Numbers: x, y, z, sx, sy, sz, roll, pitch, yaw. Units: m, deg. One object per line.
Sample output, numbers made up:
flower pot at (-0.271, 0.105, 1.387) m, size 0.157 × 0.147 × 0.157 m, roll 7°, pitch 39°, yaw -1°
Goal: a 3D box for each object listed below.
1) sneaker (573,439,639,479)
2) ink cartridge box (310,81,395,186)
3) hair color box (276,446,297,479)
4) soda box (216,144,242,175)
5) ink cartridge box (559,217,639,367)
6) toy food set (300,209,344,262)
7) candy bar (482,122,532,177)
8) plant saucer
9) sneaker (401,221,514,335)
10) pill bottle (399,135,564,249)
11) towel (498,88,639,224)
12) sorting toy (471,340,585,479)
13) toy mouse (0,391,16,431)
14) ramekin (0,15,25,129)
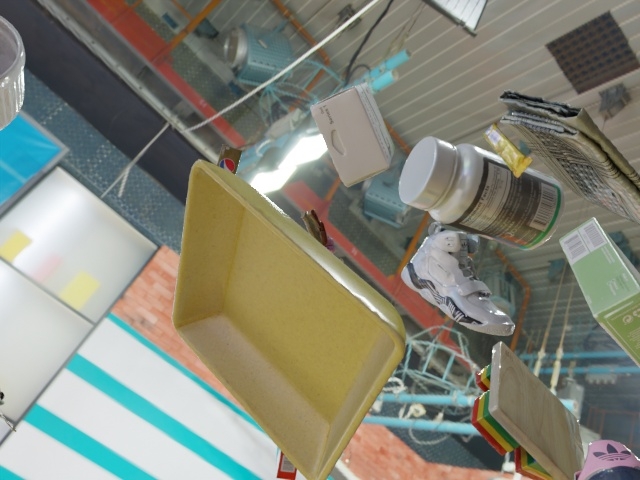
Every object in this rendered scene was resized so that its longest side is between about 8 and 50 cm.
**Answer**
sneaker at (0.325, 0.345, 0.609) m, size 0.112 × 0.131 × 0.319 m, roll -1°, pitch -45°, yaw 8°
ink cartridge box at (0.070, -0.210, 1.024) m, size 0.093 × 0.219 × 0.160 m, roll -22°, pitch -76°, yaw 16°
hair color box at (-0.071, 0.449, 1.154) m, size 0.043 × 0.071 × 0.141 m, roll 10°, pitch 3°, yaw -5°
soda box at (-0.287, -0.186, 1.579) m, size 0.061 × 0.181 × 0.058 m, roll 17°, pitch -9°, yaw -13°
ink cartridge box at (0.369, 0.104, 0.593) m, size 0.056 × 0.171 × 0.235 m, roll -39°, pitch -77°, yaw 25°
toy food set at (0.000, 0.000, 0.879) m, size 0.019 × 0.078 × 0.122 m, roll -21°, pitch -73°, yaw 21°
candy bar at (0.347, -0.174, 1.000) m, size 0.018 × 0.161 × 0.040 m, roll 21°, pitch -60°, yaw -25°
plant saucer at (-0.051, 0.103, 0.687) m, size 0.333 × 0.081 × 0.332 m, roll 41°, pitch -46°, yaw 23°
sneaker at (0.394, 0.096, 1.460) m, size 0.137 × 0.210 × 0.366 m, roll 6°, pitch 21°, yaw -43°
pill bottle at (0.394, -0.118, 1.318) m, size 0.361 × 0.204 × 0.204 m, roll 18°, pitch -29°, yaw -16°
towel at (0.487, -0.152, 1.016) m, size 0.324 × 0.312 × 0.056 m, roll 41°, pitch -77°, yaw -18°
sorting toy at (0.432, 0.385, 1.123) m, size 0.255 × 0.257 × 0.089 m, roll 46°, pitch -63°, yaw 0°
toy mouse at (-0.383, 0.155, 0.592) m, size 0.161 × 0.031 × 0.143 m, roll -17°, pitch -84°, yaw 60°
ramekin at (-0.530, -0.235, 0.755) m, size 0.207 × 0.207 × 0.109 m, roll 29°, pitch -39°, yaw 2°
